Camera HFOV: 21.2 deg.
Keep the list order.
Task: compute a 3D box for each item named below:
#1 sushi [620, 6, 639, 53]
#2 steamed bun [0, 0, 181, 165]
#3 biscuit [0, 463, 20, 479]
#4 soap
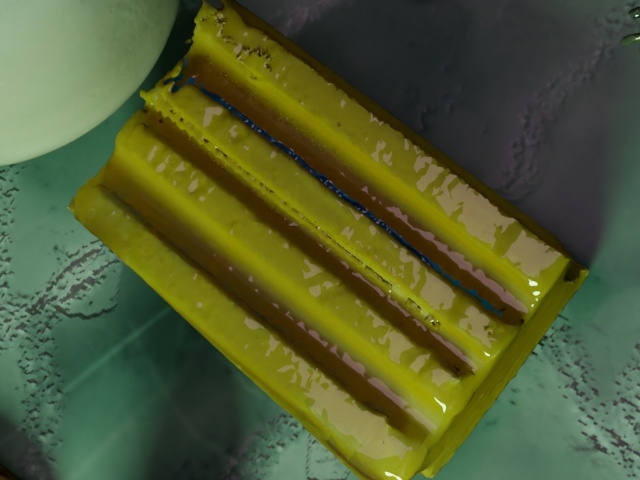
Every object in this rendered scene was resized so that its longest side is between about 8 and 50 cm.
[{"bbox_3d":[0.261,-0.133,1.053,0.115,0.212,0.147,-43,91,2],"label":"sushi"},{"bbox_3d":[-0.251,-0.198,1.222,0.324,0.206,0.324,-5,59,9],"label":"steamed bun"},{"bbox_3d":[-0.282,0.258,1.277,0.212,0.036,0.212,-2,83,18],"label":"biscuit"},{"bbox_3d":[-0.001,0.000,1.187,0.324,0.096,0.204,39,95,19],"label":"soap"}]
